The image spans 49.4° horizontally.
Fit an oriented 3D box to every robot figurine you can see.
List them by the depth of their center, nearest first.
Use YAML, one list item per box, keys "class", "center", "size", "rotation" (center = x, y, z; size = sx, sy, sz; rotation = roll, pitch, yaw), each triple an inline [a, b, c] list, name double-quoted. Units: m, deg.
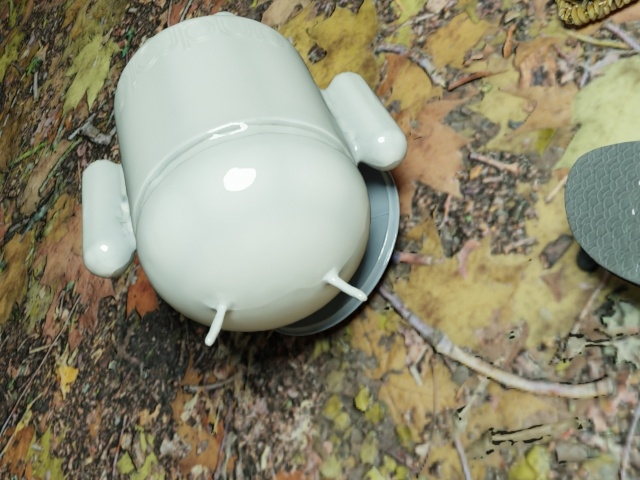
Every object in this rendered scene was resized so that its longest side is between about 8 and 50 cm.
- class: "robot figurine"
  center: [-0.077, -0.064, 0.634]
  size: [0.299, 0.200, 0.354]
  rotation: [-24, 50, 1]

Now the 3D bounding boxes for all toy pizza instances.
- class: "toy pizza"
  center: [0.000, 0.000, 0.701]
  size: [0.201, 0.032, 0.201]
  rotation: [-20, 57, 34]

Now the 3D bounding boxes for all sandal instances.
- class: "sandal"
  center: [0.274, 0.005, 0.434]
  size: [0.254, 0.054, 0.097]
  rotation: [22, 92, 38]

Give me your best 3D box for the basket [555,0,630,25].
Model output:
- class: "basket"
  center: [0.287, -0.371, 0.587]
  size: [0.213, 0.223, 0.299]
  rotation: [-9, 57, 3]
